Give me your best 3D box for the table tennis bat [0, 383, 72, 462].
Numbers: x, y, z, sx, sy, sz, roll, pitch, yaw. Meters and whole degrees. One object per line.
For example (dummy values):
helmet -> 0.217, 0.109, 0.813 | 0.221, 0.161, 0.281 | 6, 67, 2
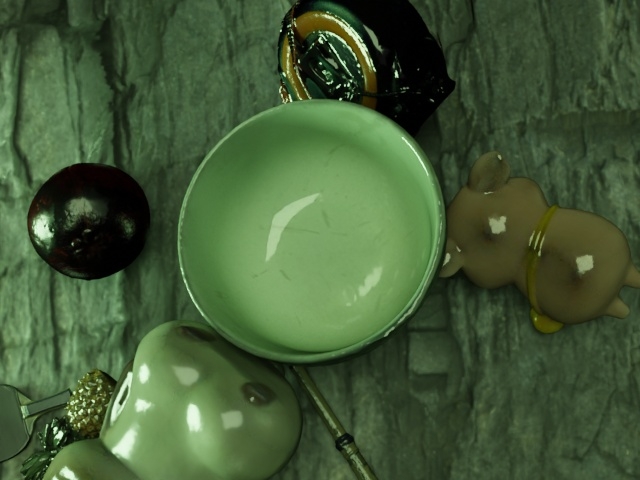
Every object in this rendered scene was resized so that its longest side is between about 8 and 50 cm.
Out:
table tennis bat -> -0.380, 0.218, 1.433 | 0.158, 0.014, 0.095 | -20, 76, -1

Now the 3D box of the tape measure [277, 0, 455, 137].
tape measure -> 0.046, -0.208, 1.425 | 0.135, 0.202, 0.223 | -33, 80, -39

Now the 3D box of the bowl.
bowl -> 0.000, 0.000, 1.356 | 0.307, 0.163, 0.307 | -2, 77, 11

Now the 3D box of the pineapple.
pineapple -> -0.297, 0.233, 1.403 | 0.074, 0.074, 0.159 | 38, 86, 10

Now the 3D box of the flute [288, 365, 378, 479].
flute -> 0.007, 0.210, 1.417 | 0.027, 0.027, 0.233 | -33, 78, -6

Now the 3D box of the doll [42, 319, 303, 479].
doll -> -0.174, 0.253, 1.309 | 0.215, 0.226, 0.370 | 38, 81, 11

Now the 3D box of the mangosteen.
mangosteen -> -0.285, -0.028, 1.432 | 0.152, 0.152, 0.153 | 0, 77, 2

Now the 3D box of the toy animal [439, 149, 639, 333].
toy animal -> 0.264, 0.016, 1.397 | 0.248, 0.149, 0.165 | 24, 86, 3
